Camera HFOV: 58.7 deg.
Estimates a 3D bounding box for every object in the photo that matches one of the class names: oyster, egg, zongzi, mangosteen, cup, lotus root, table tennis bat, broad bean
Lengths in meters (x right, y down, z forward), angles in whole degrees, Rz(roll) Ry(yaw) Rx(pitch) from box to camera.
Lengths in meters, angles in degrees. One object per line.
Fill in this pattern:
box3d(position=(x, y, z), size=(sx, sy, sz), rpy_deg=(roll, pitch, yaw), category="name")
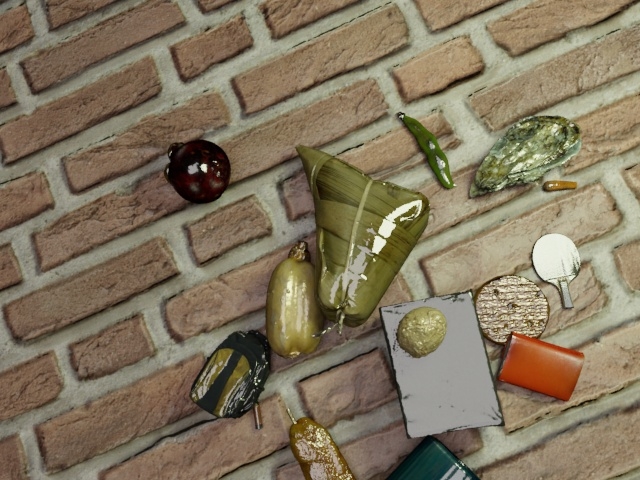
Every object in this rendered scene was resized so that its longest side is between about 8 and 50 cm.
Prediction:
box3d(position=(0.576, -0.237, 1.636), size=(0.351, 0.158, 0.162), rpy_deg=(-35, 35, 8), category="oyster")
box3d(position=(0.248, 0.224, 1.391), size=(0.118, 0.116, 0.140), rpy_deg=(36, 115, -8), category="egg")
box3d(position=(0.003, 0.009, 1.623), size=(0.467, 0.218, 0.499), rpy_deg=(27, 74, 22), category="zongzi")
box3d(position=(-0.374, -0.209, 1.733), size=(0.210, 0.210, 0.209), rpy_deg=(-1, 80, 8), category="mangosteen")
box3d(position=(0.292, 0.699, 1.446), size=(0.308, 0.242, 0.292), rpy_deg=(41, 85, 15), category="cup")
box3d(position=(-0.073, 0.170, 1.641), size=(0.169, 0.151, 0.342), rpy_deg=(4, 75, -10), category="lotus root")
box3d(position=(0.676, 0.085, 1.614), size=(0.130, 0.019, 0.220), rpy_deg=(-11, 77, 7), category="table tennis bat")
box3d(position=(0.328, -0.284, 1.718), size=(0.060, 0.043, 0.297), rpy_deg=(-33, 76, 13), category="broad bean")

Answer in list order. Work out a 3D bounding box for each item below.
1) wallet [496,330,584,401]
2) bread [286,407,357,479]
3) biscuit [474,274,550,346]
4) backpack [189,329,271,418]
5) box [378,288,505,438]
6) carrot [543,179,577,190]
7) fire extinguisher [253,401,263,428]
box3d(position=(0.596, 0.343, 1.550), size=(0.205, 0.045, 0.142), rpy_deg=(17, 93, 2), category="wallet")
box3d(position=(0.000, 0.618, 1.582), size=(0.124, 0.084, 0.344), rpy_deg=(-29, 76, -16), category="bread")
box3d(position=(0.534, 0.199, 1.604), size=(0.212, 0.036, 0.212), rpy_deg=(-2, 81, 9), category="biscuit")
box3d(position=(-0.241, 0.378, 1.639), size=(0.206, 0.133, 0.258), rpy_deg=(23, 77, 24), category="backpack")
box3d(position=(0.316, 0.327, 1.526), size=(0.251, 0.204, 0.345), rpy_deg=(-12, 78, 6), category="box")
box3d(position=(0.695, -0.160, 1.650), size=(0.093, 0.032, 0.032), rpy_deg=(-1, 80, 5), category="carrot")
box3d(position=(-0.182, 0.505, 1.657), size=(0.028, 0.022, 0.083), rpy_deg=(-14, 77, 24), category="fire extinguisher")
